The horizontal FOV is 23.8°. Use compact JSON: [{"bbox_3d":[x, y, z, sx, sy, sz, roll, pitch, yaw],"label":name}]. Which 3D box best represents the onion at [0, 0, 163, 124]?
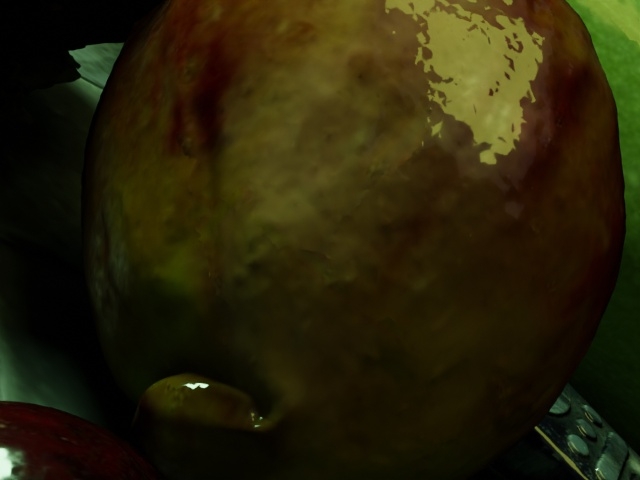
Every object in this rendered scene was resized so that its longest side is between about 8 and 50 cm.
[{"bbox_3d":[-0.159,-0.178,0.716,0.314,0.232,0.314,14,10,-3],"label":"onion"}]

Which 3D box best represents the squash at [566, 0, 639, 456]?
[{"bbox_3d":[0.136,-0.072,0.975,0.384,0.263,0.263,39,16,-4],"label":"squash"}]

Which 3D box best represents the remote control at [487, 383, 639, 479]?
[{"bbox_3d":[0.130,0.125,0.815,0.266,0.066,0.090,45,30,4],"label":"remote control"}]

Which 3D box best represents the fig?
[{"bbox_3d":[0.007,-0.006,0.611,0.224,0.224,0.263,25,56,-41],"label":"fig"}]

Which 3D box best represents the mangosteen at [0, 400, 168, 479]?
[{"bbox_3d":[-0.090,0.091,0.326,0.140,0.140,0.140,36,17,-13],"label":"mangosteen"}]
